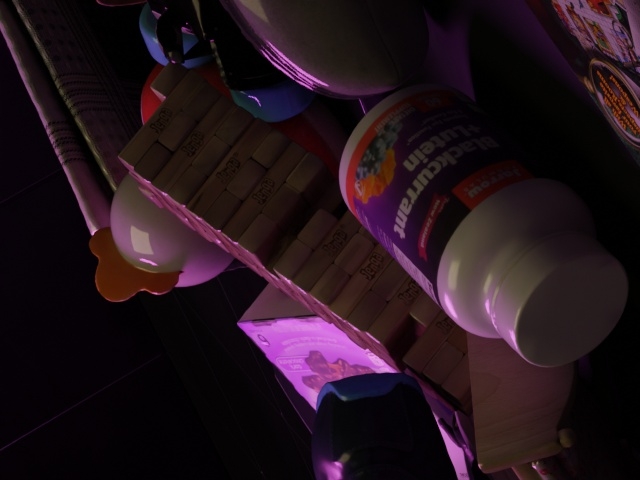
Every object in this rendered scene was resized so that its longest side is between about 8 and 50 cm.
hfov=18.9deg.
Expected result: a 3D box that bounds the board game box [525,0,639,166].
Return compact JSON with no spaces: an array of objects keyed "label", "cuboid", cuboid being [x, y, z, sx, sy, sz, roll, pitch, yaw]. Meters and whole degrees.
[{"label":"board game box","cuboid":[0.161,-0.083,0.921,0.259,0.030,0.136,57,167,12]}]

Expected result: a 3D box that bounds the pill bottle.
[{"label":"pill bottle","cuboid":[0.101,-0.008,1.177,0.193,0.108,0.108,47,164,46]}]

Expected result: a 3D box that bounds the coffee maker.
[{"label":"coffee maker","cuboid":[-0.074,-0.220,1.450,0.178,0.120,0.171,41,130,56]}]

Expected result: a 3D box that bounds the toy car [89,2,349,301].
[{"label":"toy car","cuboid":[-0.113,-0.048,1.607,0.210,0.238,0.219,33,155,34]}]

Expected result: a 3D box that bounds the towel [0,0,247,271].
[{"label":"towel","cuboid":[-0.164,-0.106,1.826,0.324,0.056,0.312,60,-158,14]}]

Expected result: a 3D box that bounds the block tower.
[{"label":"block tower","cuboid":[0.000,0.000,1.418,0.335,0.097,0.091,36,172,20]}]

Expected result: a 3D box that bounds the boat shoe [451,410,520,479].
[{"label":"boat shoe","cuboid":[0.191,0.225,1.414,0.091,0.114,0.302,79,171,-62]}]

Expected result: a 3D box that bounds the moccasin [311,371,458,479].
[{"label":"moccasin","cuboid":[0.054,0.237,1.427,0.342,0.138,0.116,63,-163,-46]}]

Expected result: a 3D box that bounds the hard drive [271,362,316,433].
[{"label":"hard drive","cuboid":[0.011,0.193,2.257,0.254,0.054,0.172,52,167,34]}]

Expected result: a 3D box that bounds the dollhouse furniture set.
[{"label":"dollhouse furniture set","cuboid":[0.239,0.173,1.232,0.303,0.174,0.355,52,-154,-40]}]

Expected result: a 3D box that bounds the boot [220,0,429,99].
[{"label":"boot","cuboid":[-0.006,-0.221,1.104,0.338,0.118,0.223,59,165,-19]}]

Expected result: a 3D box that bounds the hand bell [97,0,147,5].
[{"label":"hand bell","cuboid":[-0.164,-0.331,1.606,0.126,0.126,0.242,134,118,-79]}]

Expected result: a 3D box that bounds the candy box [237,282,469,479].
[{"label":"candy box","cuboid":[0.053,0.108,1.567,0.196,0.070,0.165,49,151,-20]}]
